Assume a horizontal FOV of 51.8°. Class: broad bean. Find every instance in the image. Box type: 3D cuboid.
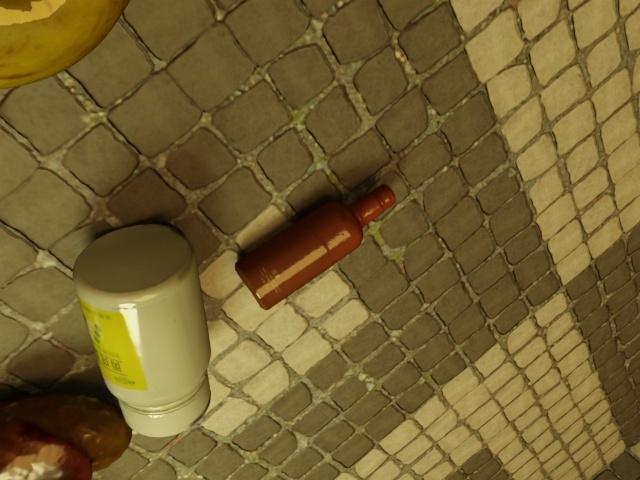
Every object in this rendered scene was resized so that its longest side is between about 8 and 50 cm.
[{"bbox_3d":[-0.363,0.275,0.867,0.229,0.122,0.156,4,117,-31],"label":"broad bean"}]

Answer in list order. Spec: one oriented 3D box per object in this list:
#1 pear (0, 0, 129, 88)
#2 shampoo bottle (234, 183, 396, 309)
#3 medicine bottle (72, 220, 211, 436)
[{"bbox_3d":[-0.256,-0.236,0.459,0.281,0.280,0.280,-17,130,-21],"label":"pear"},{"bbox_3d":[0.000,0.000,0.921,0.244,0.085,0.085,-34,134,-9],"label":"shampoo bottle"},{"bbox_3d":[-0.212,0.119,0.831,0.143,0.143,0.258,-19,130,-20],"label":"medicine bottle"}]
